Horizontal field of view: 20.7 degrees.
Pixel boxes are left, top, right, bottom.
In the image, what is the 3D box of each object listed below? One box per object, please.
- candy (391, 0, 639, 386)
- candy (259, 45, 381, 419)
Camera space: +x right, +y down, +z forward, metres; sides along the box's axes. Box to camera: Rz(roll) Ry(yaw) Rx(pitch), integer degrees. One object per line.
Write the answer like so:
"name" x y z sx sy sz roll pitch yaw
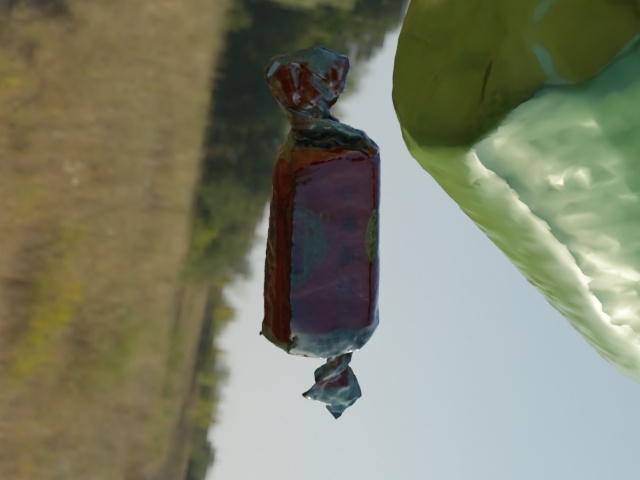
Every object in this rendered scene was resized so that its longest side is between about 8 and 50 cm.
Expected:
"candy" 0.164 -0.023 0.843 0.343 0.132 0.142 39 53 -44
"candy" 0.001 -0.001 1.242 0.059 0.086 0.292 -122 -151 -60
